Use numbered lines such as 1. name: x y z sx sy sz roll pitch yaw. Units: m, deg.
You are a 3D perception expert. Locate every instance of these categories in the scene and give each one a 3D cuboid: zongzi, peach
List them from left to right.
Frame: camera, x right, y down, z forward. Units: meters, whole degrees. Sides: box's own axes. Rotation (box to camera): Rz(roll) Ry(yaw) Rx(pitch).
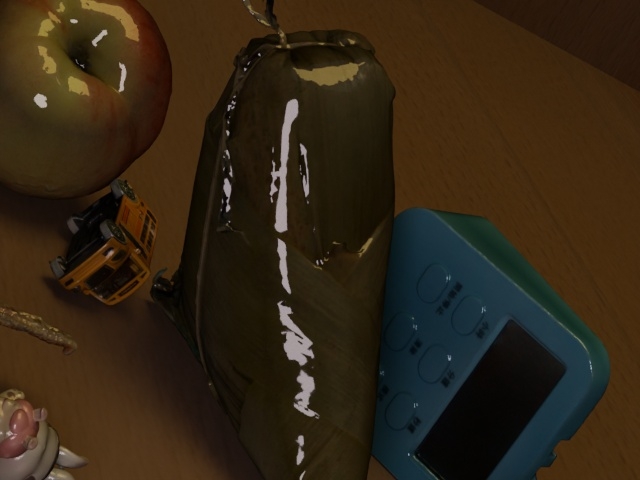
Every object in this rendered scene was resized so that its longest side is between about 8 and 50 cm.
1. peach: -0.254 -0.140 1.803 0.232 0.232 0.232 30 20 -12
2. zongzi: 0.000 0.000 1.563 0.181 0.447 0.418 -2 39 -18

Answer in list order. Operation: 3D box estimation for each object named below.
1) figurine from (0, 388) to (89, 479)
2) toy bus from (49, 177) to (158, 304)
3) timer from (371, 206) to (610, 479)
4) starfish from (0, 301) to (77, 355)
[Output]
1. figurine: -0.229 0.148 1.340 0.146 0.081 0.098 23 -4 -14
2. toy bus: -0.194 0.006 1.736 0.074 0.069 0.162 49 15 -17
3. timer: 0.125 0.121 1.742 0.091 0.232 0.250 8 31 -48
4. starfish: -0.299 0.048 1.426 0.295 0.048 0.231 23 8 43
